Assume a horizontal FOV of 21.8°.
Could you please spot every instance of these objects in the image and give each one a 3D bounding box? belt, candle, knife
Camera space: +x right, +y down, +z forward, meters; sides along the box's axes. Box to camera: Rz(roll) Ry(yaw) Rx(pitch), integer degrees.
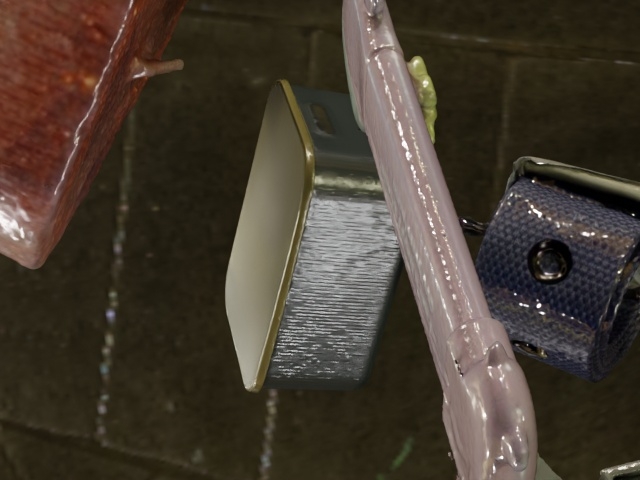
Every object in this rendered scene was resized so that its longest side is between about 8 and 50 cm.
[{"bbox_3d":[0.169,0.017,1.172,0.126,0.230,0.140,23,92,17],"label":"belt"},{"bbox_3d":[-0.165,-0.151,1.209,0.131,0.317,0.287,25,148,-2],"label":"candle"},{"bbox_3d":[0.056,-0.017,0.862,0.038,0.132,0.399,-8,44,-4],"label":"knife"}]

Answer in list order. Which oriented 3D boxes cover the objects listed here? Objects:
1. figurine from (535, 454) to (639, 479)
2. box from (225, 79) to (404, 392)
[{"bbox_3d":[0.251,0.331,1.511,0.285,0.167,0.343,25,97,7],"label":"figurine"},{"bbox_3d":[0.000,0.000,1.183,0.144,0.090,0.201,-111,30,-56],"label":"box"}]
